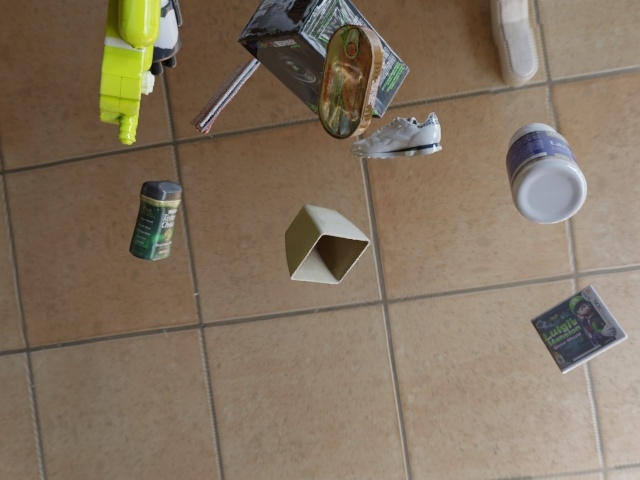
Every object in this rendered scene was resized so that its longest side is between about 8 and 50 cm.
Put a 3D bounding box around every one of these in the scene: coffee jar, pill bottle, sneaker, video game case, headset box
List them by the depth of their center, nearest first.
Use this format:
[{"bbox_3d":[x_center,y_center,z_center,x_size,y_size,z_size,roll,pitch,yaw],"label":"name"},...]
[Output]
[{"bbox_3d":[0.011,-0.385,1.344,0.283,0.246,0.131,37,78,-37],"label":"headset box"},{"bbox_3d":[0.504,-0.163,1.452,0.153,0.265,0.153,4,122,7],"label":"pill bottle"},{"bbox_3d":[-0.384,-0.050,1.487,0.079,0.096,0.185,21,106,22],"label":"coffee jar"},{"bbox_3d":[0.178,-0.248,1.531,0.234,0.090,0.095,-3,104,28],"label":"sneaker"},{"bbox_3d":[0.689,0.237,1.710,0.190,0.022,0.173,-36,49,17],"label":"video game case"}]

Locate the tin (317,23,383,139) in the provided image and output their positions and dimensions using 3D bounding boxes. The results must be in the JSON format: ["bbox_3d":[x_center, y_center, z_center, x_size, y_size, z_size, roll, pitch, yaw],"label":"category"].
[{"bbox_3d":[0.049,-0.265,1.069,0.106,0.040,0.190,30,123,32],"label":"tin"}]

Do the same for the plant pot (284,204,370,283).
[{"bbox_3d":[0.000,0.000,1.095,0.109,0.109,0.096,-55,45,30],"label":"plant pot"}]

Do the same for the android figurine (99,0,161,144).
[{"bbox_3d":[-0.215,-0.247,0.731,0.056,0.248,0.273,5,94,-17],"label":"android figurine"}]

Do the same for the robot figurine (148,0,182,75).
[{"bbox_3d":[-0.502,-0.626,1.850,0.173,0.209,0.278,-5,131,0],"label":"robot figurine"}]

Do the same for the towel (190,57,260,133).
[{"bbox_3d":[-0.259,-0.390,1.725,0.037,0.329,0.237,39,90,-18],"label":"towel"}]
